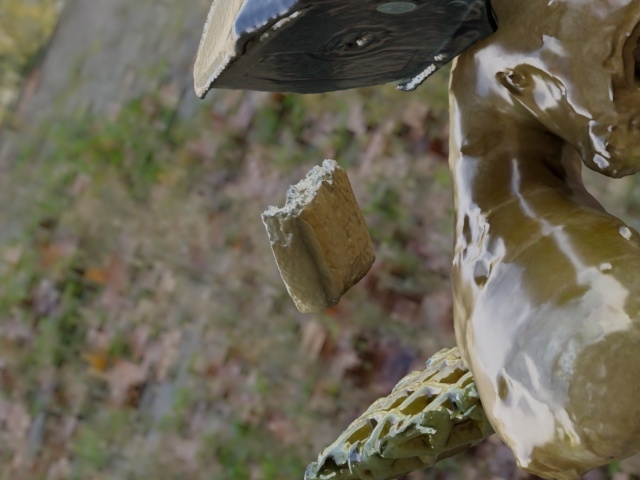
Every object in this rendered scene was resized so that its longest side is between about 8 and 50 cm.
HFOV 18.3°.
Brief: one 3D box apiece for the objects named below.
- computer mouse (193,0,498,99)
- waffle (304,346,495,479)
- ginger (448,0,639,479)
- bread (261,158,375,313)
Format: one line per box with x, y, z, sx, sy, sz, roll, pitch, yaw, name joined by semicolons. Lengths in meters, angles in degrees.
0.009;-0.119;0.948;0.231;0.126;0.071;142;123;-74;computer mouse
0.097;0.099;1.319;0.214;0.054;0.208;-29;5;26;waffle
0.114;-0.090;0.970;0.348;0.122;0.363;27;103;57;ginger
0.000;0.000;1.117;0.035;0.070;0.083;-14;18;24;bread
